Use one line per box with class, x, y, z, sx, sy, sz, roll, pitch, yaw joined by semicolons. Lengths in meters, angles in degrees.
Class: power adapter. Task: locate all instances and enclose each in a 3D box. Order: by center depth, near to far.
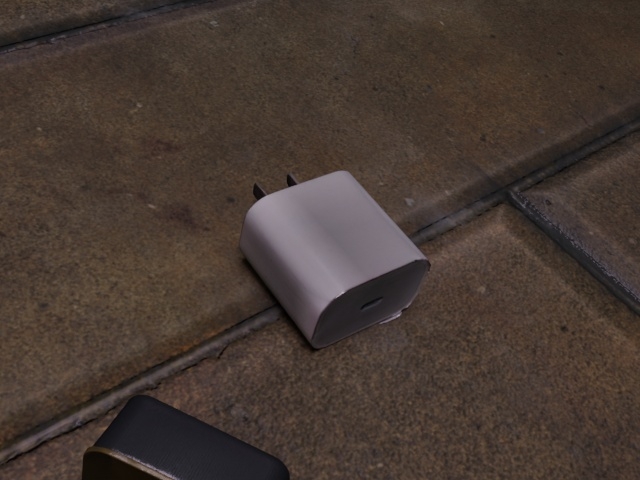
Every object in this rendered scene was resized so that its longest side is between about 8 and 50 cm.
power adapter;0.000;0.000;1.168;0.187;0.124;0.255;-20;57;-31

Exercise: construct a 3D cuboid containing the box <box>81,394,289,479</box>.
box;-0.138;0.257;0.882;0.201;0.144;0.090;23;43;8
